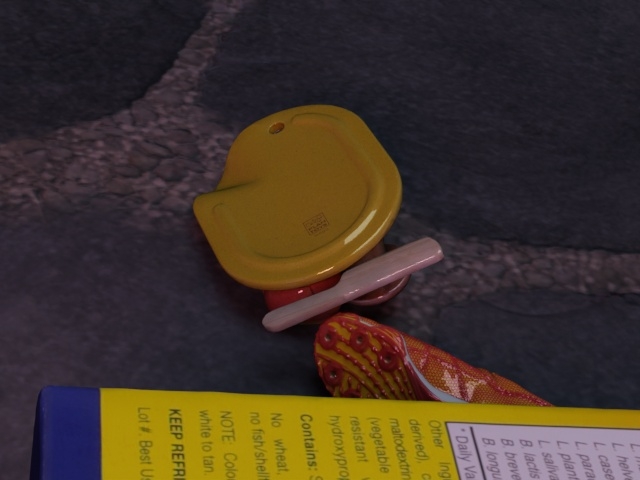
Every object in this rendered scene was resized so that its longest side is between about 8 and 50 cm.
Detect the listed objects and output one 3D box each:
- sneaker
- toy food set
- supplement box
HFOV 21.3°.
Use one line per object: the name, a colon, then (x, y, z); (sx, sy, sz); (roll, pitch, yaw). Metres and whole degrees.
sneaker: (0.074, 0.096, 0.997); (0.175, 0.064, 0.067); (30, 19, 16)
toy food set: (0.000, 0.000, 1.093); (0.128, 0.071, 0.218); (-29, 38, -1)
supplement box: (0.051, 0.202, 0.718); (0.356, 0.195, 0.194); (4, 37, -10)
